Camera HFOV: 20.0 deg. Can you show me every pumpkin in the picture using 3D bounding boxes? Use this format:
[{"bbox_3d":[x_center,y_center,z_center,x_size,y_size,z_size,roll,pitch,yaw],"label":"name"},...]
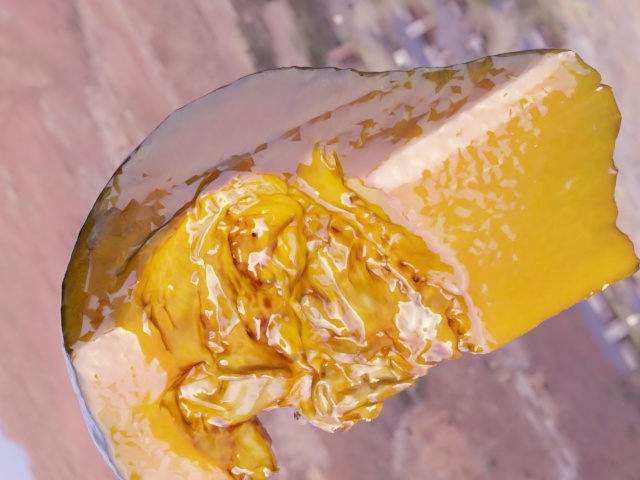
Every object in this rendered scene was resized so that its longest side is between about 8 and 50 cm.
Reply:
[{"bbox_3d":[0.004,-0.004,0.755,0.131,0.248,0.126,61,-174,-32],"label":"pumpkin"}]
